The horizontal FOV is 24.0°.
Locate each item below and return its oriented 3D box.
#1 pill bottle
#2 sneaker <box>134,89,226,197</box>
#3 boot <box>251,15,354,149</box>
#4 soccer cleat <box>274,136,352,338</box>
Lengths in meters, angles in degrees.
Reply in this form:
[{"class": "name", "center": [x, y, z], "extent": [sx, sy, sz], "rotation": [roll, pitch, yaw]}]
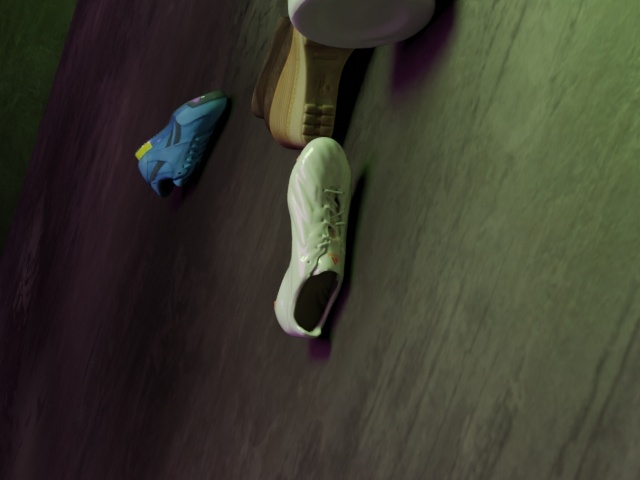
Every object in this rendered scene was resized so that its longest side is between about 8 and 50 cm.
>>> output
[{"class": "pill bottle", "center": [0.033, -0.318, 1.423], "extent": [0.136, 0.136, 0.245], "rotation": [141, 131, -59]}, {"class": "sneaker", "center": [-0.176, -0.129, 2.040], "extent": [0.209, 0.069, 0.082], "rotation": [-39, 73, 46]}, {"class": "boot", "center": [-0.016, -0.225, 1.605], "extent": [0.207, 0.090, 0.248], "rotation": [-135, 58, -65]}, {"class": "soccer cleat", "center": [0.000, 0.000, 1.454], "extent": [0.076, 0.068, 0.196], "rotation": [-153, 72, -65]}]
